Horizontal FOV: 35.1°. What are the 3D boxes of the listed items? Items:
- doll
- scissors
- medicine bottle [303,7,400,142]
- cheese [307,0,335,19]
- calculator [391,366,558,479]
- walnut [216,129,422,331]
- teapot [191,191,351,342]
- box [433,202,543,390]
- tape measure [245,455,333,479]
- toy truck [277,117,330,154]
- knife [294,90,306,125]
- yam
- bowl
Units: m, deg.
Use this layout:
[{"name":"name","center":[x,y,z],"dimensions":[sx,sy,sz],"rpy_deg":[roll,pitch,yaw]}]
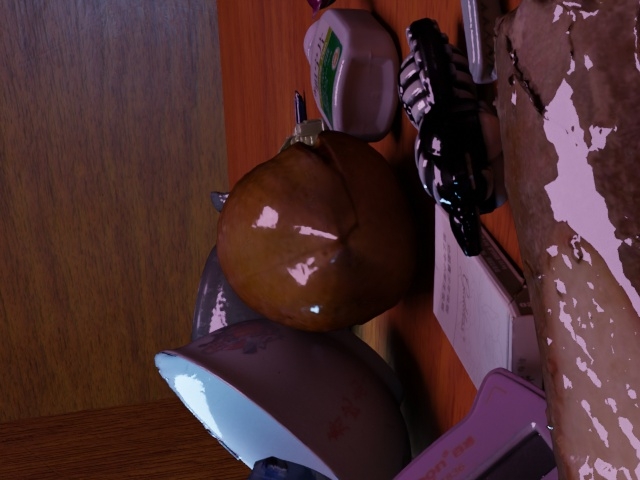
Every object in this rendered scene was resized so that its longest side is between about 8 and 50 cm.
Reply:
[{"name":"doll","center":[0.096,-0.084,0.741],"dimensions":[0.091,0.067,0.219],"rpy_deg":[75,-173,-45]},{"name":"scissors","center":[0.101,-0.237,0.714],"dimensions":[0.125,0.030,0.256],"rpy_deg":[138,125,-82]},{"name":"medicine bottle","center":[0.030,-0.183,1.070],"dimensions":[0.183,0.069,0.119],"rpy_deg":[-110,22,-61]},{"name":"cheese","center":[0.011,-0.306,1.094],"dimensions":[0.095,0.038,0.145],"rpy_deg":[140,145,-70]},{"name":"calculator","center":[0.114,0.204,0.569],"dimensions":[0.043,0.194,0.294],"rpy_deg":[46,-174,-29]},{"name":"walnut","center":[0.000,0.000,1.000],"dimensions":[0.298,0.203,0.203],"rpy_deg":[-148,52,-80]},{"name":"teapot","center":[-0.071,0.030,1.375],"dimensions":[0.305,0.223,0.285],"rpy_deg":[18,-108,-85]},{"name":"box","center":[0.126,0.056,0.780],"dimensions":[0.198,0.029,0.109],"rpy_deg":[-113,18,-63]},{"name":"tape measure","center":[0.004,0.362,1.040],"dimensions":[0.262,0.138,0.259],"rpy_deg":[47,161,-8]},{"name":"toy truck","center":[0.000,-0.055,1.196],"dimensions":[0.085,0.116,0.191],"rpy_deg":[125,138,-78]},{"name":"knife","center":[-0.030,-0.176,1.596],"dimensions":[0.031,0.018,0.121],"rpy_deg":[-137,43,-73]},{"name":"yam","center":[0.141,0.006,0.383],"dimensions":[0.128,0.129,0.238],"rpy_deg":[3,-101,-64]},{"name":"bowl","center":[-0.008,0.188,1.137],"dimensions":[0.345,0.157,0.345],"rpy_deg":[36,160,16]}]
